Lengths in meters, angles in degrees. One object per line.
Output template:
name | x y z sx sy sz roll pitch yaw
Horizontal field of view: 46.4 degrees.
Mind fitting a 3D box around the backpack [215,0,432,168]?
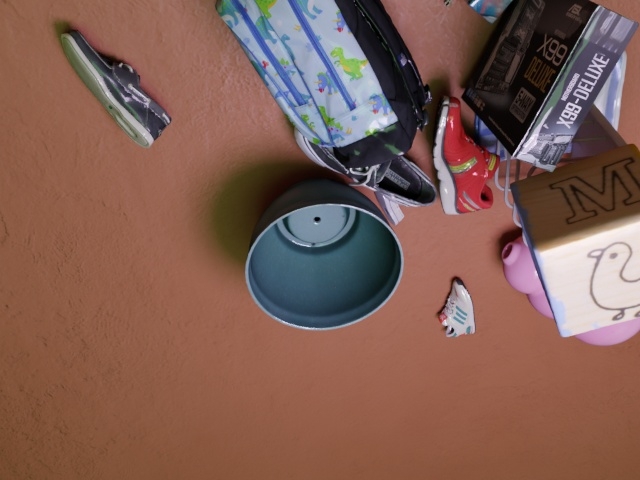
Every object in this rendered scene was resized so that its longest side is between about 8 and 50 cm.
backpack | 0.005 -0.319 1.179 0.273 0.290 0.356 -12 121 19

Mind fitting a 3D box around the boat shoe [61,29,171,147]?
boat shoe | -0.354 -0.272 1.294 0.079 0.084 0.233 -49 117 -19

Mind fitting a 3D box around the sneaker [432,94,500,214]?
sneaker | 0.278 -0.163 1.412 0.118 0.107 0.279 -2 139 18

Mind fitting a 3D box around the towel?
towel | 0.436 -0.251 1.423 0.284 0.034 0.209 -8 125 -2

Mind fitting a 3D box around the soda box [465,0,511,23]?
soda box | 0.320 -0.457 1.241 0.058 0.063 0.183 29 117 -24

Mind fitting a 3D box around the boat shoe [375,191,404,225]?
boat shoe | 0.143 -0.077 1.514 0.035 0.035 0.100 -39 121 -13

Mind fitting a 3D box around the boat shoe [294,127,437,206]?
boat shoe | 0.091 -0.145 1.389 0.306 0.105 0.113 35 88 -28

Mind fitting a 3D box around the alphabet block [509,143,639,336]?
alphabet block | 0.419 -0.001 1.128 0.197 0.193 0.192 -19 125 14

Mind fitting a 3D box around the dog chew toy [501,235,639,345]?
dog chew toy | 0.532 0.090 1.586 0.331 0.207 0.207 24 119 -14

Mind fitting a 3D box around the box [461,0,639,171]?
box | 0.352 -0.281 1.205 0.076 0.307 0.243 18 115 -15

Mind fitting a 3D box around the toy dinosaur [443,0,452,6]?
toy dinosaur | 0.242 -0.480 1.233 0.092 0.053 0.183 13 132 -34

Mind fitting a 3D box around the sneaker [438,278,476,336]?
sneaker | 0.303 0.160 1.685 0.075 0.057 0.161 -18 129 -1

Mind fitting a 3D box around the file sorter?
file sorter | 0.433 -0.102 1.338 0.172 0.278 0.193 -5 125 -1

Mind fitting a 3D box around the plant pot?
plant pot | 0.000 0.000 1.446 0.292 0.196 0.293 -3 126 -4
